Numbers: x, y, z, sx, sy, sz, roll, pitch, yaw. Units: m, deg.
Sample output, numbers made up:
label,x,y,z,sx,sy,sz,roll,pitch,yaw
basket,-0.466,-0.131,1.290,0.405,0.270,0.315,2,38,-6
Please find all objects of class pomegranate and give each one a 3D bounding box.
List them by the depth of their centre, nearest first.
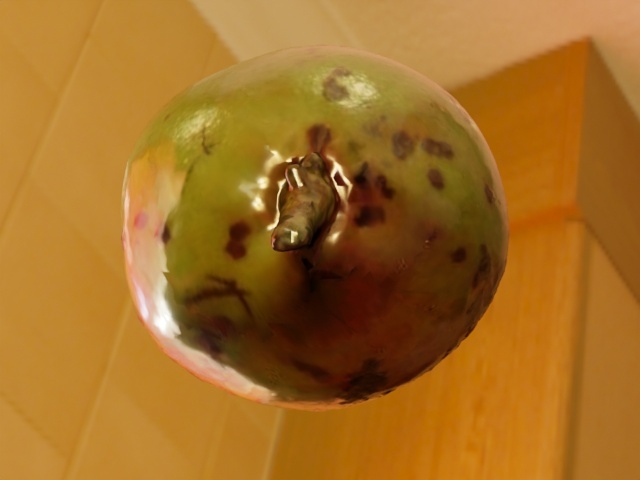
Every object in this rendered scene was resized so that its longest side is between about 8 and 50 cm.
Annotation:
label,x,y,z,sx,sy,sz,roll,pitch,yaw
pomegranate,0.004,0.012,0.694,0.156,0.156,0.220,-3,-33,15
